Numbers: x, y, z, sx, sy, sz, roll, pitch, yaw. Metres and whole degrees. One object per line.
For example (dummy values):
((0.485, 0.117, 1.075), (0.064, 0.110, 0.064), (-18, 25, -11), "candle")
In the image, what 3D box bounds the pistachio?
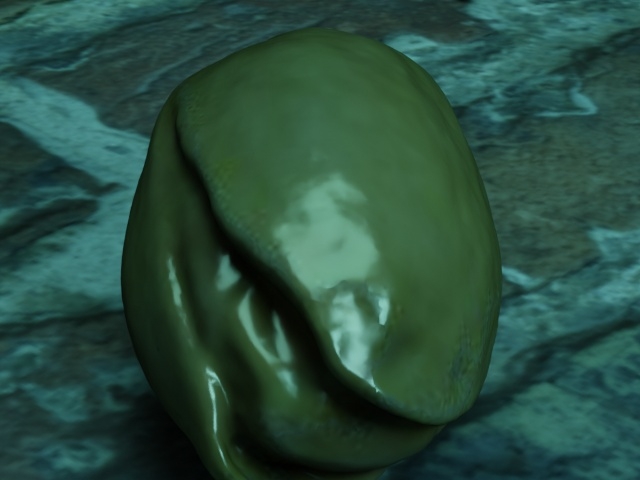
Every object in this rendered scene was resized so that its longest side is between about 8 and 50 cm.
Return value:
((0.000, 0.000, 0.849), (0.181, 0.162, 0.293), (39, 19, -17), "pistachio")
